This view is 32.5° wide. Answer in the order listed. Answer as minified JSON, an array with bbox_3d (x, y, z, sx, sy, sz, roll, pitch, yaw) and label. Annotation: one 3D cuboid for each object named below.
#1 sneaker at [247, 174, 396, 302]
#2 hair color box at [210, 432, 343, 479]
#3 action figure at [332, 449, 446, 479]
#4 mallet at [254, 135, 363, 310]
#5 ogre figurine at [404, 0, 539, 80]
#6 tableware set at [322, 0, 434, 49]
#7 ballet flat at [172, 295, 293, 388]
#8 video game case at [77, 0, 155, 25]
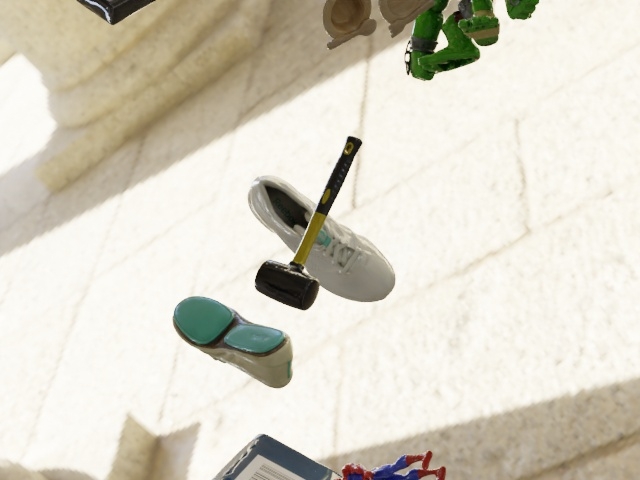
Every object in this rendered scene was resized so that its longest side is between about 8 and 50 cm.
[{"bbox_3d":[0.000,0.000,1.296,0.080,0.212,0.094,-53,1,-7],"label":"sneaker"},{"bbox_3d":[-0.105,0.377,1.059,0.347,0.105,0.174,-68,-13,20],"label":"hair color box"},{"bbox_3d":[0.053,0.206,0.954,0.115,0.038,0.030,-18,37,41],"label":"action figure"},{"bbox_3d":[-0.011,-0.023,1.126,0.062,0.039,0.189,13,76,22],"label":"mallet"},{"bbox_3d":[0.149,-0.251,1.144,0.197,0.097,0.118,119,149,-72],"label":"ogre figurine"},{"bbox_3d":[0.050,-0.260,1.026,0.141,0.168,0.020,-26,39,-24],"label":"tableware set"},{"bbox_3d":[-0.122,0.147,1.545,0.248,0.086,0.086,20,65,49],"label":"ballet flat"},{"bbox_3d":[-0.281,-0.414,1.452,0.248,0.275,0.035,-40,-23,-35],"label":"video game case"}]
